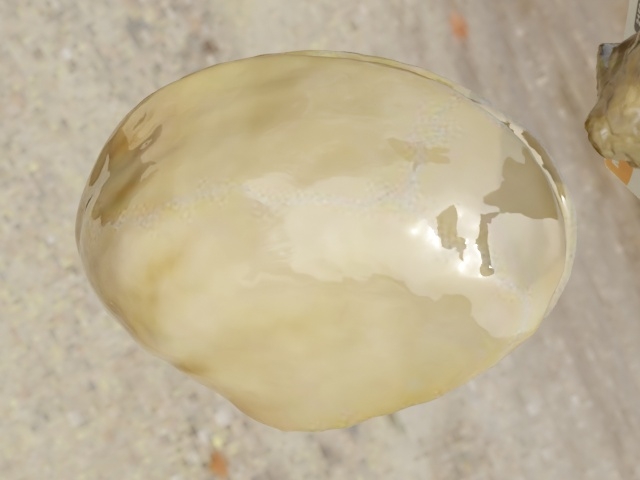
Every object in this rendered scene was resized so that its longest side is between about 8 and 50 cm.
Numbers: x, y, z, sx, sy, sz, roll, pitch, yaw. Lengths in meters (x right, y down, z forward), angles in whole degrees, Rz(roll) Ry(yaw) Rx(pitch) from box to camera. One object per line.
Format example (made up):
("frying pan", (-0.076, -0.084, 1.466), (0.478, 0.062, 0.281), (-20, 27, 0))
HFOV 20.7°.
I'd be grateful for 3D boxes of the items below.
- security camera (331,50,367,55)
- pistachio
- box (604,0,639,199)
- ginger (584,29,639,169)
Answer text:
("security camera", (0.023, -0.048, 1.759), (0.197, 0.191, 0.277), (18, 35, -17))
("pistachio", (0.000, 0.000, 1.116), (0.229, 0.321, 0.238), (-39, 130, -72))
("box", (0.401, -0.132, 1.814), (0.221, 0.091, 0.274), (51, -29, 44))
("ginger", (0.258, -0.115, 0.987), (0.123, 0.219, 0.270), (66, 27, -26))
